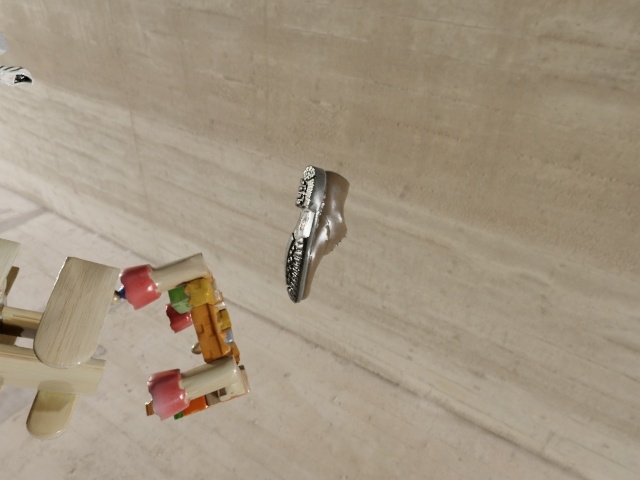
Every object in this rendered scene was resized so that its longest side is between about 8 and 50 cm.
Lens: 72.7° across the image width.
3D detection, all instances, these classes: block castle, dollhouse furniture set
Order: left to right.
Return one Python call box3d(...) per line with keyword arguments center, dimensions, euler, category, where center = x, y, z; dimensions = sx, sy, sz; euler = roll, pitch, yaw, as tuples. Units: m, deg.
box3d(center=(-0.312, 0.114, 0.348), dimensions=(0.241, 0.212, 0.161), euler=(18, -133, -24), category="dollhouse furniture set")
box3d(center=(-0.309, 0.239, 0.997), dimensions=(0.212, 0.453, 0.303), euler=(-18, -106, -12), category="block castle")

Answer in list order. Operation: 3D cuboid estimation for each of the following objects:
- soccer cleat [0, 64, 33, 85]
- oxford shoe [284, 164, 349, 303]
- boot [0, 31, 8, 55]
box3d(center=(-0.466, -0.241, 0.635), dimensions=(0.035, 0.029, 0.083), euler=(41, -147, 20), category="soccer cleat")
box3d(center=(0.000, 0.000, 0.714), dimensions=(0.096, 0.228, 0.083), euler=(9, -165, -26), category="oxford shoe")
box3d(center=(-0.844, -0.473, 0.956), dimensions=(0.123, 0.258, 0.095), euler=(-21, -103, 7), category="boot")
